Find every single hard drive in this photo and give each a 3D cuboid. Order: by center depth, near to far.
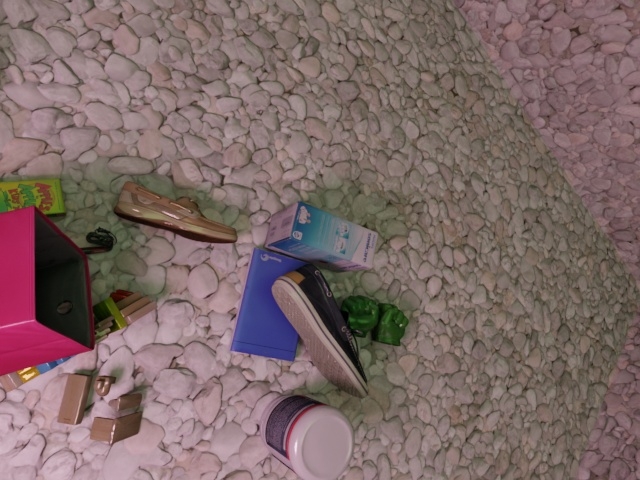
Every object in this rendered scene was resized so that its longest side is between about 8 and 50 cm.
[{"bbox_3d":[-0.150,0.204,1.308,0.210,0.040,0.318,18,73,-25],"label":"hard drive"}]

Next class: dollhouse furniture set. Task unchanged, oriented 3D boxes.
[{"bbox_3d":[-0.552,0.420,1.059,0.151,0.123,0.143,5,76,8],"label":"dollhouse furniture set"}]

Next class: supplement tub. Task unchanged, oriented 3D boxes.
[{"bbox_3d":[-0.047,0.546,1.170,0.191,0.272,0.191,5,79,-28],"label":"supplement tub"}]

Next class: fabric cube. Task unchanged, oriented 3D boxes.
[{"bbox_3d":[-0.657,0.120,0.850,0.258,0.259,0.254,-15,65,-11],"label":"fabric cube"}]

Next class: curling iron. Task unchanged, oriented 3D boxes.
[{"bbox_3d":[-0.673,0.021,1.060,0.274,0.035,0.068,-15,84,-31],"label":"curling iron"}]

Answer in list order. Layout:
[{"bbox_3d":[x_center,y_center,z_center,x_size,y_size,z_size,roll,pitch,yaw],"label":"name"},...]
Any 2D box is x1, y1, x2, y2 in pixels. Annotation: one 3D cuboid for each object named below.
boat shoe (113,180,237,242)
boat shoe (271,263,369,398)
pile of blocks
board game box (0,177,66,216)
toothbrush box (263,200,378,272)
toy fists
[{"bbox_3d":[-0.393,-0.075,1.180,0.341,0.122,0.110,18,74,-24],"label":"boat shoe"},{"bbox_3d":[0.033,0.289,1.293,0.156,0.187,0.499,-41,109,-33],"label":"boat shoe"},{"bbox_3d":[-0.594,0.213,1.003,0.362,0.149,0.112,-32,97,-29],"label":"pile of blocks"},{"bbox_3d":[-0.749,-0.100,1.035,0.182,0.043,0.092,-10,86,-30],"label":"board game box"},{"bbox_3d":[0.000,0.000,1.328,0.296,0.216,0.126,20,73,-26],"label":"toothbrush box"},{"bbox_3d":[0.190,0.276,1.451,0.279,0.096,0.142,19,72,-23],"label":"toy fists"}]
